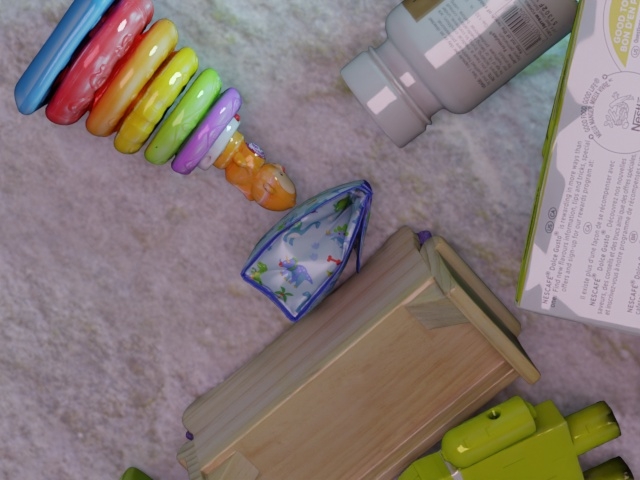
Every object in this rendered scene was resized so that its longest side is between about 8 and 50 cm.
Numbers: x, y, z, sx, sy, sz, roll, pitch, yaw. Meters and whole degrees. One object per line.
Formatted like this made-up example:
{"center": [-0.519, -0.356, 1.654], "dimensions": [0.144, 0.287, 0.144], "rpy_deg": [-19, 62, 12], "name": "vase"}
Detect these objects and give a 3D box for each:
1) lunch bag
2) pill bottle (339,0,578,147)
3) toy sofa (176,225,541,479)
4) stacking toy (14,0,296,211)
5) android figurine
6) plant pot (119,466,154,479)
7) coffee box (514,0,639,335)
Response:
{"center": [0.000, 0.000, 1.824], "dimensions": [0.096, 0.129, 0.151], "rpy_deg": [40, 95, -3], "name": "lunch bag"}
{"center": [0.138, -0.203, 1.793], "dimensions": [0.229, 0.131, 0.131], "rpy_deg": [-38, 90, 7], "name": "pill bottle"}
{"center": [0.033, 0.164, 1.842], "dimensions": [0.362, 0.177, 0.150], "rpy_deg": [-40, 114, 7], "name": "toy sofa"}
{"center": [-0.145, -0.128, 1.821], "dimensions": [0.302, 0.175, 0.166], "rpy_deg": [36, 98, -5], "name": "stacking toy"}
{"center": [0.185, 0.267, 1.809], "dimensions": [0.273, 0.056, 0.248], "rpy_deg": [-24, 126, -6], "name": "android figurine"}
{"center": [-0.178, 0.399, 1.833], "dimensions": [0.207, 0.227, 0.228], "rpy_deg": [32, 96, -4], "name": "plant pot"}
{"center": [0.370, -0.082, 1.580], "dimensions": [0.334, 0.337, 0.338], "rpy_deg": [12, 95, 8], "name": "coffee box"}
